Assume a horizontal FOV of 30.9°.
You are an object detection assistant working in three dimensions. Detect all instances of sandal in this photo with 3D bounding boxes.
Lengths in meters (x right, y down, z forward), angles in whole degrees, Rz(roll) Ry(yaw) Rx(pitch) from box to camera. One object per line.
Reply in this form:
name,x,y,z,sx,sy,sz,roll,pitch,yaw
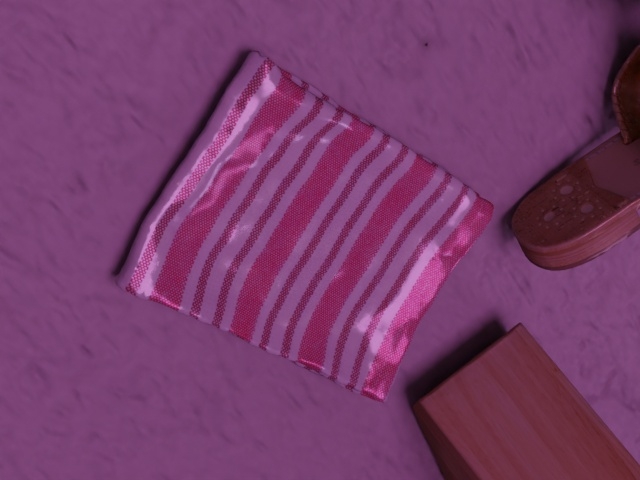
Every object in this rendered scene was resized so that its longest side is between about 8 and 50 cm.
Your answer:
sandal,0.209,-0.083,0.705,0.240,0.088,0.079,-39,130,-7

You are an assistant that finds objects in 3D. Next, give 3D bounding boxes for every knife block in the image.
knife block,0.193,0.211,0.717,0.088,0.242,0.276,-36,123,-16

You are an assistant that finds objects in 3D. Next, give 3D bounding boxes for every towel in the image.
towel,0.000,0.000,0.647,0.197,0.029,0.144,28,92,-36
